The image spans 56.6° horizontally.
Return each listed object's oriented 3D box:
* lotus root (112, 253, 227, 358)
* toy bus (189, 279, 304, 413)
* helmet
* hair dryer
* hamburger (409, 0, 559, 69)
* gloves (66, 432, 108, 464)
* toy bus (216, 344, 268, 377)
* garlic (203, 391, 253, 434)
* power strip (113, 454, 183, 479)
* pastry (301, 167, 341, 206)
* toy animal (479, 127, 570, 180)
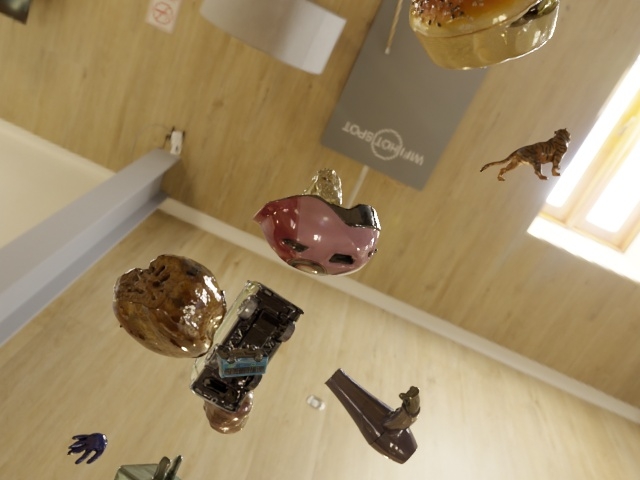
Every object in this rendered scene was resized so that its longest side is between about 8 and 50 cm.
[{"bbox_3d":[-0.276,0.129,1.152,0.193,0.291,0.193,-3,-119,6],"label":"lotus root"},{"bbox_3d":[-0.197,0.253,1.489,0.143,0.305,0.179,34,177,-20],"label":"toy bus"},{"bbox_3d":[0.000,0.000,1.207,0.253,0.198,0.154,-8,-101,-21],"label":"helmet"},{"bbox_3d":[0.170,0.423,1.537,0.301,0.361,0.121,45,-122,9],"label":"hair dryer"},{"bbox_3d":[0.324,-0.472,1.182,0.300,0.176,0.300,-14,-141,12],"label":"hamburger"},{"bbox_3d":[-0.497,0.445,1.270,0.086,0.026,0.064,7,-121,-47],"label":"gloves"},{"bbox_3d":[-0.133,0.206,1.008,0.083,0.046,0.038,1,-165,-25],"label":"toy bus"},{"bbox_3d":[-0.277,0.447,1.745,0.160,0.245,0.245,13,-153,-18],"label":"garlic"},{"bbox_3d":[-0.389,0.585,1.347,0.140,0.224,0.139,16,172,33],"label":"power strip"},{"bbox_3d":[-0.026,-0.077,1.556,0.089,0.258,0.121,29,-136,-13],"label":"pastry"},{"bbox_3d":[0.563,-0.222,1.612,0.255,0.116,0.114,-12,-166,0],"label":"toy animal"}]
